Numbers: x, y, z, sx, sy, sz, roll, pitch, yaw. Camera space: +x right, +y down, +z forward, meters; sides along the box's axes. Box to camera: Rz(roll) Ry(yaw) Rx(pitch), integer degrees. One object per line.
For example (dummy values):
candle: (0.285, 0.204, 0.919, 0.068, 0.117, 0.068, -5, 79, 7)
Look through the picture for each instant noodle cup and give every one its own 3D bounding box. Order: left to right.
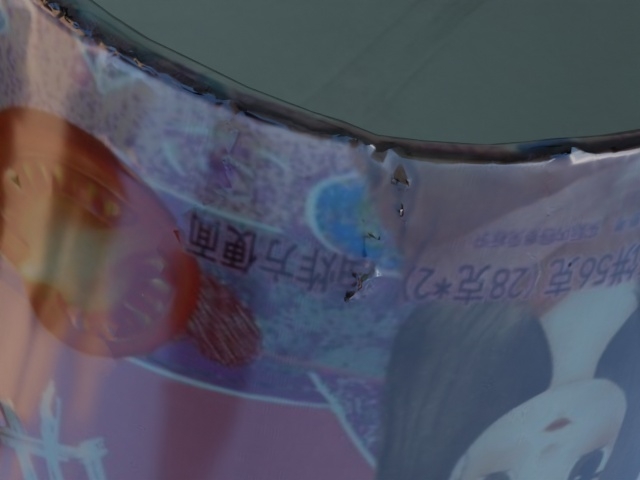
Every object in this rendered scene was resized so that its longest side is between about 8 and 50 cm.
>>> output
instant noodle cup: (0.000, 0.000, 0.447, 0.243, 0.231, 0.243, 6, -135, -6)
